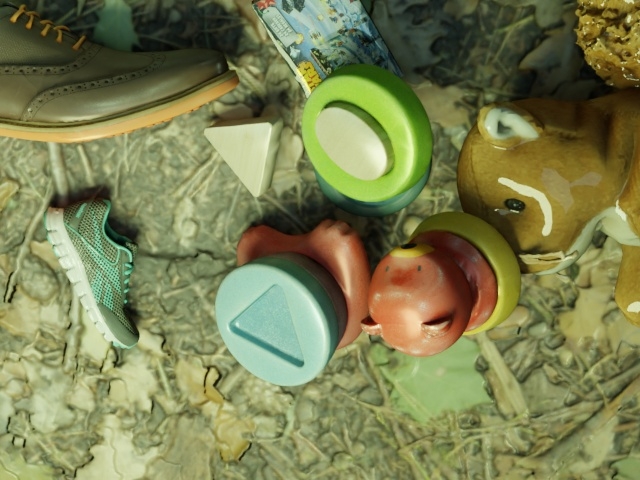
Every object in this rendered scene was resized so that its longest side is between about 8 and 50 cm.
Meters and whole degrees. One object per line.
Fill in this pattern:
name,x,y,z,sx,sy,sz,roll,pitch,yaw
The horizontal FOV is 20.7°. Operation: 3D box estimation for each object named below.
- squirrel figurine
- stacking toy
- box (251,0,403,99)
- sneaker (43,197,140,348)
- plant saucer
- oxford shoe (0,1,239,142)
squirrel figurine,0.322,-0.112,1.650,0.370,0.281,0.397,8,95,6
stacking toy,0.000,0.000,1.639,0.309,0.130,0.279,-15,103,39
box,0.007,-0.196,1.700,0.094,0.027,0.137,-29,107,7
sneaker,-0.212,0.031,1.755,0.076,0.065,0.166,-24,109,2
plant saucer,0.052,-0.077,1.745,0.119,0.021,0.119,-1,108,-2
oxford shoe,-0.261,-0.161,1.655,0.363,0.130,0.133,-6,101,-1
